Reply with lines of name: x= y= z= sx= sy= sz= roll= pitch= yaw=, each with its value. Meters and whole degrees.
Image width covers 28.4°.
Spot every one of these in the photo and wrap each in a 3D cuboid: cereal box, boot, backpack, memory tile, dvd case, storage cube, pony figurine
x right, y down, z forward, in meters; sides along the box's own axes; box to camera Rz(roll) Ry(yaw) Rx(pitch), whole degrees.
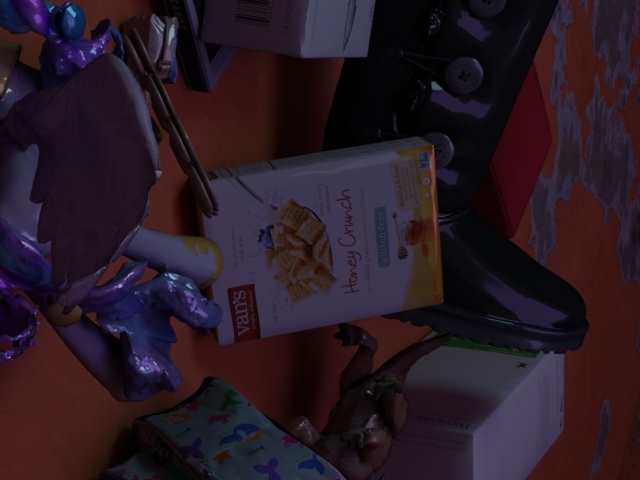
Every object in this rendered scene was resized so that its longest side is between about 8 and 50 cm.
cereal box: x=0.000 y=0.000 z=1.256 sx=0.047 sy=0.240 sz=0.173 roll=-132 pitch=-147 yaw=-66
boot: x=0.184 y=-0.122 z=1.361 sx=0.146 sy=0.367 sz=0.445 roll=-132 pitch=-124 yaw=-70
backpack: x=-0.066 y=0.267 z=1.126 sx=0.191 sy=0.253 sz=0.225 roll=-33 pitch=127 yaw=-33
memory tile: x=-0.114 y=-0.087 z=0.968 sx=0.148 sy=0.012 sz=0.113 roll=65 pitch=-6 yaw=0
dvd case: x=-0.099 y=-0.283 z=1.163 sx=0.239 sy=0.029 sz=0.179 roll=79 pitch=30 yaw=-48
storage cube: x=0.163 y=-0.140 z=1.575 sx=0.215 sy=0.183 sz=0.193 roll=-63 pitch=145 yaw=-35
pony figurine: x=-0.204 y=-0.028 z=0.832 sx=0.363 sy=0.302 sz=0.351 roll=45 pitch=23 yaw=-53

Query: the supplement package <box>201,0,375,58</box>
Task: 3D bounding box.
supplement package: x=-0.024 y=-0.231 z=1.198 sx=0.179 sy=0.105 sz=0.105 roll=-22 pitch=121 yaw=-67

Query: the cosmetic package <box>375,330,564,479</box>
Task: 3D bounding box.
cosmetic package: x=0.180 y=0.243 z=1.667 sx=0.365 sy=0.196 sz=0.155 roll=-28 pitch=120 yaw=-60

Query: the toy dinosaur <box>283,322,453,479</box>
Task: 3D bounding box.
toy dinosaur: x=0.047 y=0.220 z=1.425 sx=0.296 sy=0.127 sz=0.200 roll=-53 pitch=145 yaw=-17

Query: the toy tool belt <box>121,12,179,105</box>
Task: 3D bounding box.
toy tool belt: x=-0.143 y=-0.157 z=1.112 sx=0.051 sy=0.052 sz=0.083 roll=-4 pitch=99 yaw=-54
